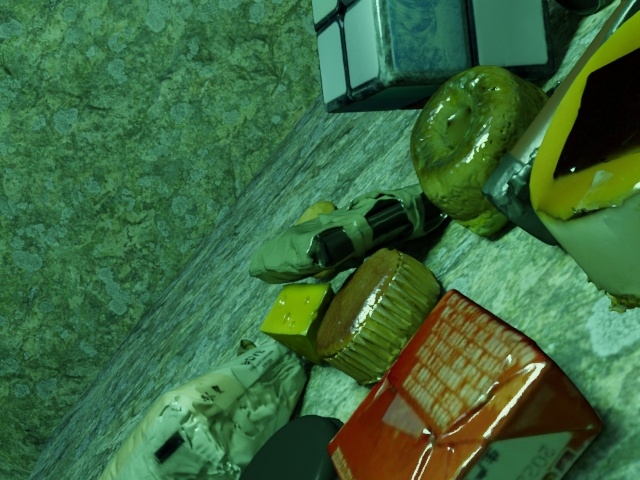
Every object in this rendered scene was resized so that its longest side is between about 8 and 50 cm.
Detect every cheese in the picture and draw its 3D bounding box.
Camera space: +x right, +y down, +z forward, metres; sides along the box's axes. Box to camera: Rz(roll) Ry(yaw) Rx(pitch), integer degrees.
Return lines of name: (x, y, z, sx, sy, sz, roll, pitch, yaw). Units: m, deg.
cheese: (-0.015, 0.124, 1.190, 0.093, 0.126, 0.171, -60, 2, -18)

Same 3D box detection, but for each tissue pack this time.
tissue pack: (-0.193, 0.343, 1.216, 0.390, 0.195, 0.375, -49, -6, 17)

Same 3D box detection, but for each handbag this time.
handbag: (-0.040, 0.353, 0.898, 0.254, 0.093, 0.308, -35, 23, 45)
handbag: (0.058, -0.013, 1.238, 0.316, 0.109, 0.253, -23, 4, -25)

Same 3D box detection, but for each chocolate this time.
chocolate: (0.129, 0.188, 0.736, 0.235, 0.108, 0.237, -52, 16, 2)

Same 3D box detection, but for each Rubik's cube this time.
Rubik's cube: (0.175, -0.398, 1.296, 0.316, 0.318, 0.313, -179, 82, -73)

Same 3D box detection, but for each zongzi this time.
zongzi: (-0.158, 0.255, 1.582, 0.083, 0.040, 0.076, -66, 22, -1)

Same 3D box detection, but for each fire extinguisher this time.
fire extinguisher: (0.326, -0.167, 0.807, 0.376, 0.113, 0.200, -55, -6, 16)

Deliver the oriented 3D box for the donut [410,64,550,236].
donut: (0.229, -0.141, 1.068, 0.208, 0.128, 0.261, -52, 24, 20)

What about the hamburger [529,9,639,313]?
hamburger: (0.317, -0.075, 0.628, 0.276, 0.179, 0.294, -30, 30, 61)

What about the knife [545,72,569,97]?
knife: (0.399, -0.219, 0.955, 0.089, 0.043, 0.365, -66, 19, -14)

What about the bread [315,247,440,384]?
bread: (0.076, 0.103, 1.084, 0.199, 0.104, 0.199, -50, 13, 17)

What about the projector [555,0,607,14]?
projector: (0.501, -0.534, 1.236, 0.337, 0.108, 0.108, -55, 15, -7)

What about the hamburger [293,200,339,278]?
hamburger: (0.000, 0.000, 1.518, 0.162, 0.115, 0.162, -51, 14, 17)
